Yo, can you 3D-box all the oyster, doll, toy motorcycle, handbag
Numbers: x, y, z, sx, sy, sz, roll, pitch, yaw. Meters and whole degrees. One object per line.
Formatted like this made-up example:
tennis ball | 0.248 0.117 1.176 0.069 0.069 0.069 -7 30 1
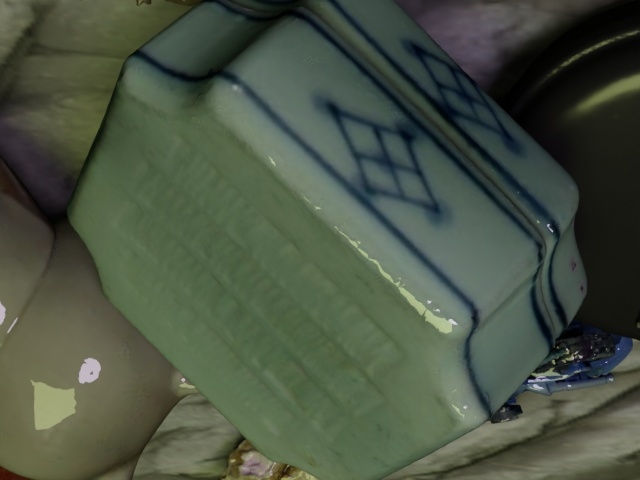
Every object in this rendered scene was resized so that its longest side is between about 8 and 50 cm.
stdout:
oyster | -0.031 0.257 0.967 0.163 0.081 0.191 5 134 5
doll | -0.269 0.039 0.764 0.370 0.226 0.215 34 100 -26
toy motorcycle | 0.131 0.101 0.777 0.205 0.114 0.076 -17 79 24
handbag | 0.258 -0.037 0.626 0.308 0.093 0.254 -1 131 16

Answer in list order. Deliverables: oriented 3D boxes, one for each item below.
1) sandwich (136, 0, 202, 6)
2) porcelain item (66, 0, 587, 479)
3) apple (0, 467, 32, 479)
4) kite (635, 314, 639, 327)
sandwich | -0.116 -0.207 0.591 0.235 0.079 0.159 6 131 10
porcelain item | 0.000 0.000 0.628 0.286 0.157 0.281 44 145 3
apple | -0.313 0.182 0.915 0.188 0.174 0.188 10 132 11
kite | 0.336 -0.017 0.549 0.368 0.014 0.406 -29 118 34
